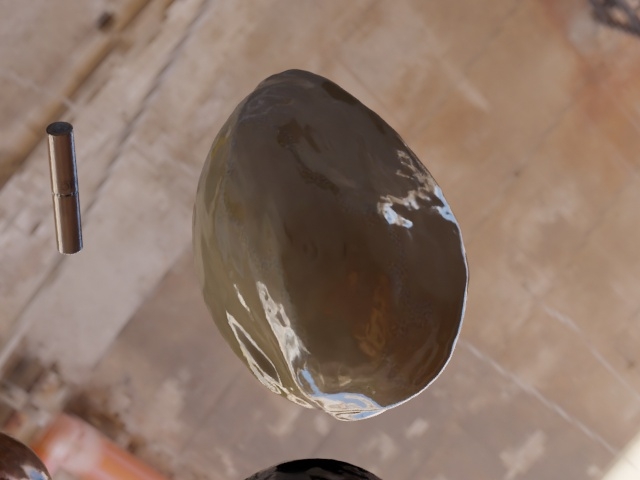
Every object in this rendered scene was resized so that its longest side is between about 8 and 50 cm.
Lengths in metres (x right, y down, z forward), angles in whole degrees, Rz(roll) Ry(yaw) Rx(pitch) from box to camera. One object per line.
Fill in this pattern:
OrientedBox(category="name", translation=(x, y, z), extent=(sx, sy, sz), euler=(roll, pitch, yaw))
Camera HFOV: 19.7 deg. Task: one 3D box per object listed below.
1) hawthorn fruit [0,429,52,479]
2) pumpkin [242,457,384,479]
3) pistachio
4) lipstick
OrientedBox(category="hawthorn fruit", translation=(-0.379, 0.252, 1.735), extent=(0.199, 0.251, 0.199), euler=(-38, -143, 37))
OrientedBox(category="pumpkin", translation=(0.005, 0.281, 1.269), extent=(0.248, 0.248, 0.248), euler=(-22, -132, 26))
OrientedBox(category="pistachio", translation=(0.000, 0.000, 1.587), extent=(0.226, 0.208, 0.332), euler=(-30, -117, 9))
OrientedBox(category="lipstick", translation=(-0.166, -0.033, 1.197), extent=(0.019, 0.094, 0.019), euler=(0, -145, 0))
